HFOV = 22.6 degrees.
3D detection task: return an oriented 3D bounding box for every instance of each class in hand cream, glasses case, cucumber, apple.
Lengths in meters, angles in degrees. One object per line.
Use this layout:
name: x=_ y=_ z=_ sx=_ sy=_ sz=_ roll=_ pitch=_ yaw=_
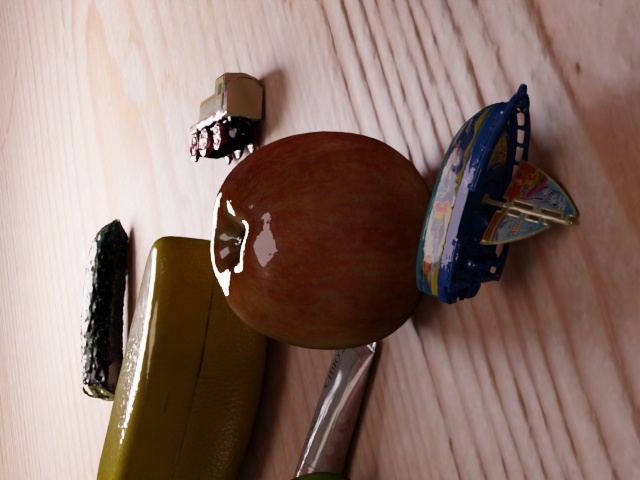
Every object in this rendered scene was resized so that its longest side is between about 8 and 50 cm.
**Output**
hand cream: x=0.010 y=0.177 z=1.497 sx=0.067 sy=0.043 sz=0.209 roll=44 pitch=122 yaw=59
glasses case: x=-0.145 y=0.180 z=1.718 sx=0.173 sy=0.141 sz=0.371 roll=-101 pitch=23 yaw=-59
cucumber: x=-0.289 y=0.093 z=2.136 sx=0.067 sy=0.067 sz=0.245 roll=172 pitch=97 yaw=-66
apple: x=0.000 y=0.000 z=1.367 sx=0.188 sy=0.174 sz=0.188 roll=179 pitch=90 yaw=-66

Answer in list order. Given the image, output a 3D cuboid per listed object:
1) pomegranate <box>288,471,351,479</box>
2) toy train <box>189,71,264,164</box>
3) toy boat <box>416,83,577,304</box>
pomegranate: x=-0.013 y=0.279 z=1.425 sx=0.143 sy=0.122 sz=0.169 roll=-58 pitch=-5 yaw=-29
toy train: x=-0.106 y=-0.132 z=1.767 sx=0.138 sy=0.050 sz=0.087 roll=161 pitch=113 yaw=-66
toy boat: x=0.142 y=-0.029 z=1.191 sx=0.110 sy=0.091 sz=0.175 roll=19 pitch=105 yaw=30
